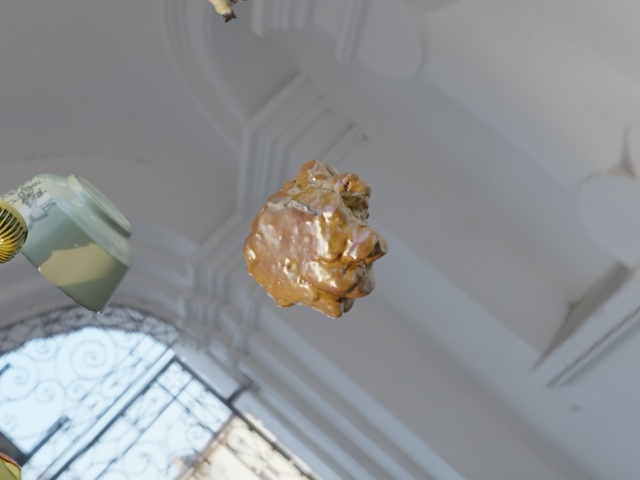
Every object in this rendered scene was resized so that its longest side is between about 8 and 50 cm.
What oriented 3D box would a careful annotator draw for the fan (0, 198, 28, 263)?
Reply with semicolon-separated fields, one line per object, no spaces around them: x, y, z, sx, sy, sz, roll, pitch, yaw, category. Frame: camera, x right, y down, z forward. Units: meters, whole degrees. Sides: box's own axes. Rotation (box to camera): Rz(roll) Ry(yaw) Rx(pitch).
-0.394;0.018;1.184;0.039;0.082;0.155;-78;11;-50;fan

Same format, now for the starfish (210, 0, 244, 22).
-0.142;-0.328;0.740;0.324;0.082;0.432;15;-61;-39;starfish

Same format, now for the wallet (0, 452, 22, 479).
-0.406;0.204;1.061;0.067;0.241;0.141;-36;19;-6;wallet

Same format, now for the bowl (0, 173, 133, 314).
-0.329;-0.013;1.352;0.112;0.211;0.211;-46;-11;0;bowl

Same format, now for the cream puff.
0.000;0.000;0.787;0.116;0.122;0.094;-23;-4;31;cream puff
